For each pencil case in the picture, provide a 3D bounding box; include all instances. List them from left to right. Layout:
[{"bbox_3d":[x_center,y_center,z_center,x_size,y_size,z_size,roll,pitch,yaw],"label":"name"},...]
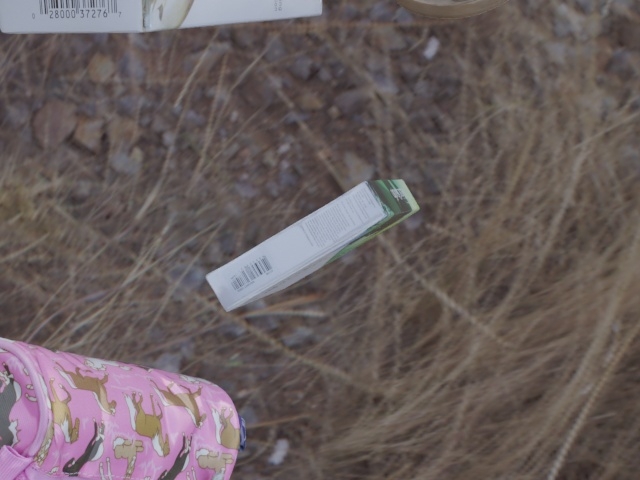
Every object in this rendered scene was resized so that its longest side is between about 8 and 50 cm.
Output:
[{"bbox_3d":[-0.239,0.204,1.472,0.386,0.167,0.160,23,80,-58],"label":"pencil case"}]

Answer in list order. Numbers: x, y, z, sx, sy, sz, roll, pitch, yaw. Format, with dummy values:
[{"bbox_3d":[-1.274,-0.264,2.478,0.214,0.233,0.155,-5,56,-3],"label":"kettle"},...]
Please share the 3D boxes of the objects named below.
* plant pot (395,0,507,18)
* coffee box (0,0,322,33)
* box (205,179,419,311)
[{"bbox_3d":[0.187,-0.431,1.921,0.237,0.109,0.237,-8,58,14],"label":"plant pot"},{"bbox_3d":[-0.097,-0.272,0.793,0.168,0.119,0.297,-17,108,-53],"label":"coffee box"},{"bbox_3d":[0.000,0.000,1.798,0.232,0.322,0.058,-30,88,12],"label":"box"}]
